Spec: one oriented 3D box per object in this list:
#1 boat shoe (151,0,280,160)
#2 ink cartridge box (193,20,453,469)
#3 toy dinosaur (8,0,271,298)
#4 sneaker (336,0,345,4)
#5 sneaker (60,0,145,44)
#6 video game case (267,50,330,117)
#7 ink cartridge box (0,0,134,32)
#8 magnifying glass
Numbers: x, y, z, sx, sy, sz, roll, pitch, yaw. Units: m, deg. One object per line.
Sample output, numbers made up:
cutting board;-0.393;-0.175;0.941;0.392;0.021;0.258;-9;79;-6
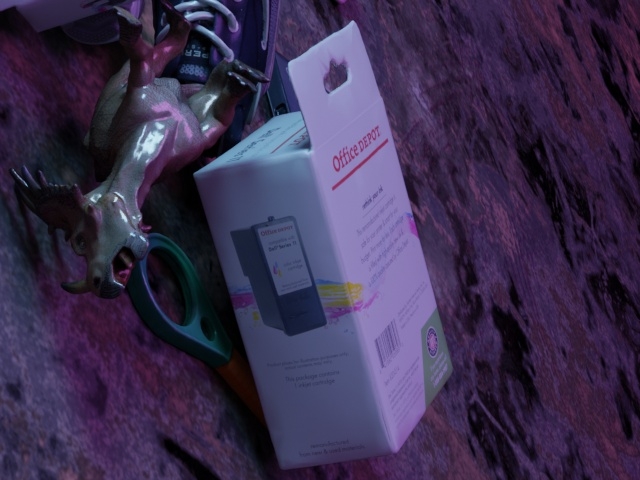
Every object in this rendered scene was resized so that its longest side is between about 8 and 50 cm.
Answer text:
boat shoe;-0.094;-0.223;1.549;0.158;0.127;0.341;-77;168;-49
ink cartridge box;0.000;0.000;1.561;0.207;0.119;0.354;-43;120;-64
toy dinosaur;-0.151;-0.079;1.395;0.127;0.200;0.296;35;13;-4
sneaker;0.032;-0.350;2.159;0.047;0.057;0.119;33;40;-50
sneaker;-0.201;-0.309;1.525;0.115;0.105;0.281;-16;107;-85
video game case;0.021;-0.057;1.880;0.196;0.026;0.274;33;34;-53
ink cartridge box;-0.204;-0.241;1.426;0.061;0.181;0.104;58;16;-74
magnifying glass;-0.098;0.086;1.526;0.231;0.026;0.092;54;26;-30
